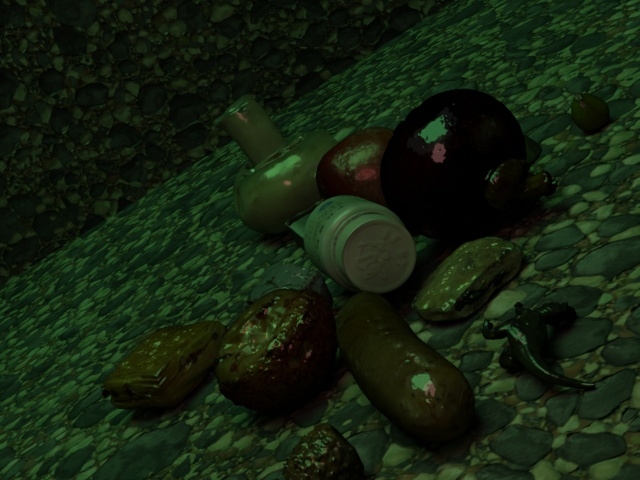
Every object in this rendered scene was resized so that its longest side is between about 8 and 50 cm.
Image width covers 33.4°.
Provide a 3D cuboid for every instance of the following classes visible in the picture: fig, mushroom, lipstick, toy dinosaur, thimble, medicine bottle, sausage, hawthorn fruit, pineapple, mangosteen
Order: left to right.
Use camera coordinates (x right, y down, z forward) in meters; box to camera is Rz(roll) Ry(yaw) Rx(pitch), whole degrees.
[{"bbox_3d":[-0.116,-0.191,2.606,0.314,0.336,0.314,-37,15,11],"label":"mushroom"},{"bbox_3d":[-0.062,0.119,2.060,0.151,0.127,0.118,0,37,35],"label":"thimble"},{"bbox_3d":[-0.029,0.352,1.500,0.197,0.108,0.108,-45,20,-4],"label":"pineapple"},{"bbox_3d":[0.000,0.000,2.356,0.068,0.066,0.317,-34,19,-7],"label":"lipstick"},{"bbox_3d":[0.074,0.010,1.989,0.170,0.170,0.293,-34,14,-5],"label":"medicine bottle"},{"bbox_3d":[0.098,-0.130,2.231,0.235,0.263,0.231,-78,7,-70],"label":"hawthorn fruit"},{"bbox_3d":[0.106,0.178,1.658,0.136,0.123,0.501,-6,14,-12],"label":"sausage"},{"bbox_3d":[0.264,-0.132,2.004,0.297,0.293,0.297,-54,5,6],"label":"mangosteen"},{"bbox_3d":[0.327,0.128,1.510,0.179,0.087,0.187,-12,29,48],"label":"toy dinosaur"},{"bbox_3d":[0.539,-0.263,2.150,0.074,0.088,0.074,-35,31,25],"label":"fig"}]

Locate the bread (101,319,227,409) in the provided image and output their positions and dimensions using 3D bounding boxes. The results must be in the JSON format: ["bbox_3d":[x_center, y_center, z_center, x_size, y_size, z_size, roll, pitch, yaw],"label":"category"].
[{"bbox_3d":[-0.308,0.257,2.156,0.210,0.099,0.235,-13,21,38],"label":"bread"}]

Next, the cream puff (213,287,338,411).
[{"bbox_3d":[-0.073,0.194,1.843,0.240,0.164,0.240,-30,35,24],"label":"cream puff"}]

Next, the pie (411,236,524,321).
[{"bbox_3d":[0.245,0.063,1.847,0.218,0.052,0.185,-40,22,-17],"label":"pie"}]

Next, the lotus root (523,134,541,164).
[{"bbox_3d":[0.355,-0.179,2.244,0.183,0.078,0.203,-42,23,-26],"label":"lotus root"}]
